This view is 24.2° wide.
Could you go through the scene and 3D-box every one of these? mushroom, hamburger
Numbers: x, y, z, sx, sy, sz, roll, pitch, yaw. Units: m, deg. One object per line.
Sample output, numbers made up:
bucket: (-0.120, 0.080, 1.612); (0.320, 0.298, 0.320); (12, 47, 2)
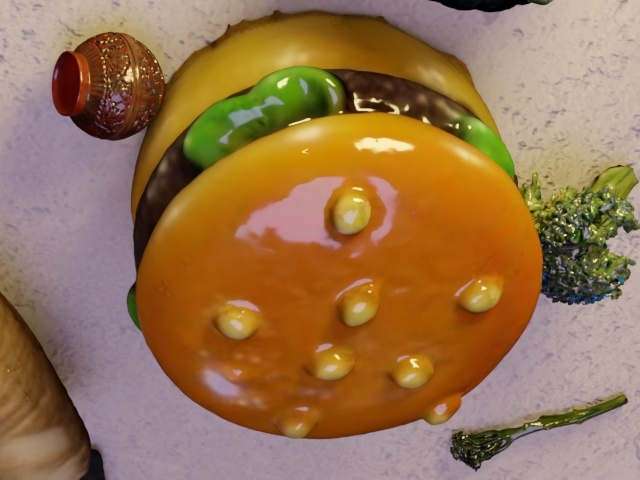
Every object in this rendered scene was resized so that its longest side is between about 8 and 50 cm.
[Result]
mushroom: (-0.399, 0.106, 1.499); (0.397, 0.224, 0.314); (13, 113, -27)
hamburger: (0.000, 0.000, 1.388); (0.395, 0.277, 0.396); (-4, 130, -5)

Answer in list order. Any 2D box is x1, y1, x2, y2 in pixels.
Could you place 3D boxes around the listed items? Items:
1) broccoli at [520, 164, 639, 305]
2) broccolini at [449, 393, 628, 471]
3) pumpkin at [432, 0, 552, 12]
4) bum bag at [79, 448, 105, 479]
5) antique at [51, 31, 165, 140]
broccoli: (0.262, -0.012, 1.516); (0.160, 0.154, 0.167); (-53, 141, -21)
broccolini: (0.258, 0.217, 1.770); (0.218, 0.042, 0.044); (-22, 128, 4)
pumpkin: (0.146, -0.279, 1.189); (0.248, 0.248, 0.248); (-4, 130, -4)
bum bag: (-0.382, 0.280, 1.710); (0.310, 0.074, 0.137); (11, 115, -25)
antique: (-0.189, -0.141, 1.362); (0.104, 0.104, 0.104); (-4, 130, -4)
